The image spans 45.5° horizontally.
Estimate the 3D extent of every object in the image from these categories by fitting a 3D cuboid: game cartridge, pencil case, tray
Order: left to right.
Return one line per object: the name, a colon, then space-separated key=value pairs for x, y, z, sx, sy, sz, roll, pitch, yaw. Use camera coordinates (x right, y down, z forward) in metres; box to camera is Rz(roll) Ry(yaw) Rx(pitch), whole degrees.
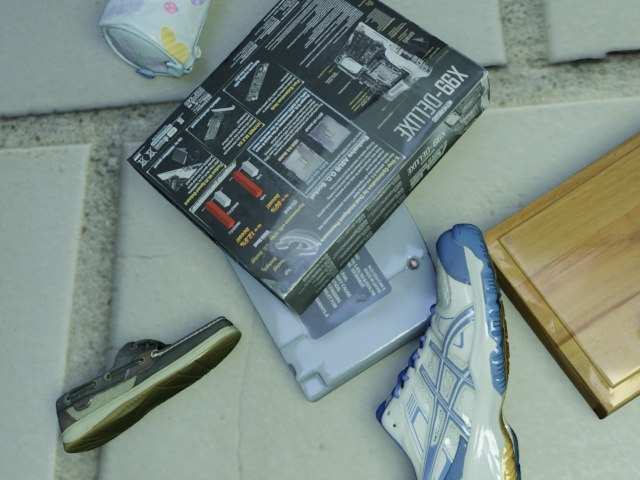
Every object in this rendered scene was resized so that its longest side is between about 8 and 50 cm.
pencil case: x=-0.172 y=-0.342 z=0.959 sx=0.124 sy=0.113 sz=0.273 roll=19 pitch=77 yaw=8
game cartridge: x=0.000 y=0.000 z=0.831 sx=0.196 sy=0.060 sz=0.294 roll=-33 pitch=67 yaw=4
tray: x=0.381 y=-0.028 z=0.737 sx=0.410 sy=0.076 sz=0.203 roll=-33 pitch=67 yaw=0

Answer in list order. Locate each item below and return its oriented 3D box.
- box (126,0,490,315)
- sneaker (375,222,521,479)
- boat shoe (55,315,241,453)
box: x=-0.012 y=-0.115 z=0.805 sx=0.242 sy=0.076 sz=0.307 roll=39 pitch=83 yaw=22
sneaker: x=0.110 y=0.133 z=0.704 sx=0.130 sy=0.112 sz=0.297 roll=-5 pitch=83 yaw=18
boat shoe: x=-0.190 y=0.140 z=0.812 sx=0.223 sy=0.080 sz=0.073 roll=-36 pitch=72 yaw=4
